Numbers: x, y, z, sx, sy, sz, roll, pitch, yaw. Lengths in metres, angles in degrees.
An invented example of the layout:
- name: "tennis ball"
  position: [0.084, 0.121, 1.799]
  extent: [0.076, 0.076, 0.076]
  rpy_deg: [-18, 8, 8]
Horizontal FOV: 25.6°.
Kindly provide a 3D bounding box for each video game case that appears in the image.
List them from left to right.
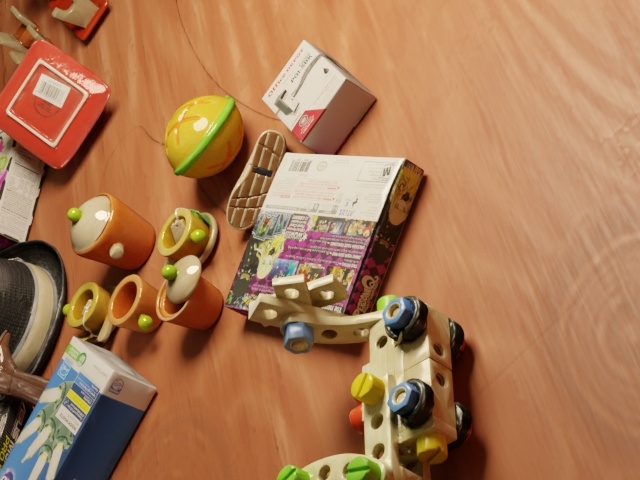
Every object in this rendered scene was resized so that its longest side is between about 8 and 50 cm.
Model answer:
- name: "video game case"
  position: [0.000, 0.000, 1.645]
  extent: [0.232, 0.042, 0.210]
  rpy_deg: [6, 71, 52]

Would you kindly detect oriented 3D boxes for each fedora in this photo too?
- name: "fedora"
  position: [-0.529, 0.113, 2.117]
  extent: [0.334, 0.152, 0.334]
  rpy_deg: [-30, 46, 36]

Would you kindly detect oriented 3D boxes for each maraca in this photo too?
- name: "maraca"
  position: [-0.155, -0.143, 1.893]
  extent: [0.127, 0.099, 0.185]
  rpy_deg: [-48, 11, 8]

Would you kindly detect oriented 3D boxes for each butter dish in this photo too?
- name: "butter dish"
  position: [-0.413, -0.212, 2.242]
  extent: [0.160, 0.118, 0.160]
  rpy_deg: [35, 97, 12]

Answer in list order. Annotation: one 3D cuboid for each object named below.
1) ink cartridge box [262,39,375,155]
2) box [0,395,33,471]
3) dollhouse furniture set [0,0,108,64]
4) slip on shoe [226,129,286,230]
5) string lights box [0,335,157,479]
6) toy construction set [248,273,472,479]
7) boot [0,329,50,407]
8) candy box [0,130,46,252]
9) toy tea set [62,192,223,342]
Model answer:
- name: "ink cartridge box"
  position: [-0.005, -0.177, 1.761]
  extent: [0.099, 0.056, 0.135]
  rpy_deg: [-54, 36, 10]
- name: "box"
  position: [-0.557, 0.313, 1.968]
  extent: [0.270, 0.060, 0.216]
  rpy_deg: [-6, 50, 17]
- name: "dollhouse furniture set"
  position: [-0.445, -0.435, 2.449]
  extent: [0.262, 0.135, 0.259]
  rpy_deg: [-53, 47, 10]
- name: "slip on shoe"
  position: [-0.080, -0.076, 1.800]
  extent: [0.041, 0.051, 0.135]
  rpy_deg: [45, -117, -86]
- name: "string lights box"
  position: [-0.328, 0.271, 1.826]
  extent: [0.133, 0.077, 0.259]
  rpy_deg: [27, 88, 53]
- name: "toy construction set"
  position: [0.038, 0.169, 1.408]
  extent: [0.215, 0.151, 0.327]
  rpy_deg: [-33, 54, 33]
- name: "boot"
  position: [-0.408, 0.186, 1.974]
  extent: [0.037, 0.114, 0.106]
  rpy_deg: [120, 165, -51]
- name: "candy box"
  position: [-0.529, -0.088, 2.325]
  extent: [0.159, 0.071, 0.233]
  rpy_deg: [-20, 51, 43]
- name: "toy tea set"
  position: [-0.251, 0.028, 1.859]
  extent: [0.336, 0.124, 0.200]
  rpy_deg: [-5, 62, 49]
